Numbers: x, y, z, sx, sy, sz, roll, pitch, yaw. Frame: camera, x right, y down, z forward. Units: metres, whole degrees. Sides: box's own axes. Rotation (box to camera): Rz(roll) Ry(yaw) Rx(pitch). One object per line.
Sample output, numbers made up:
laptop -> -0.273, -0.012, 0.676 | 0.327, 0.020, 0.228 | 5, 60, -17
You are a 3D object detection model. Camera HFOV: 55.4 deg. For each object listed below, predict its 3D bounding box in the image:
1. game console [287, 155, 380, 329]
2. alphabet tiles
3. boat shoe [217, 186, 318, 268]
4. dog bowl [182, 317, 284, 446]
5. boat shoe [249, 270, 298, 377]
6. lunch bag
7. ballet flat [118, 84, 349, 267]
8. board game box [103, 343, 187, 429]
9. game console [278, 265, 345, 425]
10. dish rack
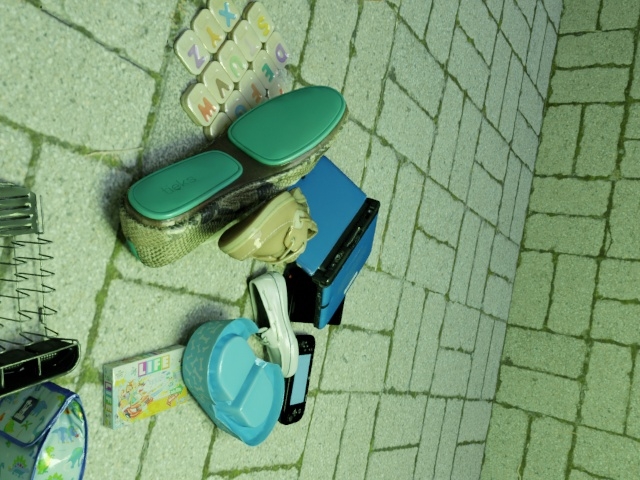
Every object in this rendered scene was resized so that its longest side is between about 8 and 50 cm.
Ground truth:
game console -> 0.000, 0.000, 1.348 | 0.293, 0.173, 0.250 | -53, 158, -42
alphabet tiles -> -0.150, -0.309, 1.143 | 0.278, 0.021, 0.284 | 55, 53, -44
boat shoe -> -0.068, -0.015, 1.055 | 0.110, 0.122, 0.341 | 56, 18, -3
dog bowl -> -0.162, 0.265, 1.154 | 0.166, 0.074, 0.297 | -62, 146, -36
boat shoe -> -0.107, 0.178, 1.251 | 0.076, 0.083, 0.226 | -14, 96, -40
lunch bag -> -0.383, 0.266, 0.824 | 0.096, 0.129, 0.151 | 19, 81, -54
ballet flat -> -0.142, -0.112, 1.081 | 0.483, 0.164, 0.182 | -39, 156, -32
board game box -> -0.293, 0.244, 1.032 | 0.154, 0.026, 0.103 | -9, 102, -53
game console -> -0.030, 0.233, 1.384 | 0.213, 0.044, 0.361 | 14, 85, -54
dish rack -> -0.427, 0.062, 0.775 | 0.208, 0.074, 0.271 | -15, 107, -53
